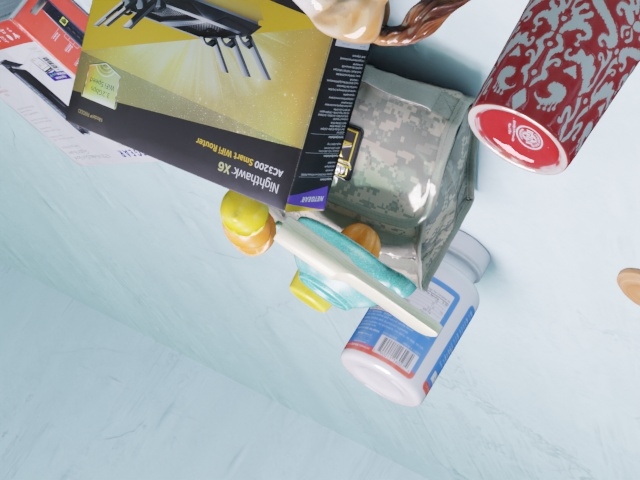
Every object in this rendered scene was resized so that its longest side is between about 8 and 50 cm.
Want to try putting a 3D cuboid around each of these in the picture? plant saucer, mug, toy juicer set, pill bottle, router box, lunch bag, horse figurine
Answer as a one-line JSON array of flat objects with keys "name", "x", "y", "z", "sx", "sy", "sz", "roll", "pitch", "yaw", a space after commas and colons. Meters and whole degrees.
[{"name": "plant saucer", "x": 0.385, "y": 0.062, "z": 1.572, "sx": 0.083, "sy": 0.013, "sz": 0.083, "roll": 29, "pitch": 162, "yaw": 10}, {"name": "mug", "x": 0.211, "y": -0.135, "z": 1.105, "sx": 0.113, "sy": 0.169, "sz": 0.150, "roll": 11, "pitch": 151, "yaw": 48}, {"name": "toy juicer set", "x": 0.000, "y": 0.000, "z": 1.415, "sx": 0.209, "sy": 0.089, "sz": 0.329, "roll": 38, "pitch": 170, "yaw": -18}, {"name": "pill bottle", "x": 0.131, "y": 0.094, "z": 1.747, "sx": 0.124, "sy": 0.221, "sz": 0.124, "roll": 30, "pitch": 161, "yaw": 11}, {"name": "router box", "x": -0.377, "y": -0.237, "z": 1.976, "sx": 0.301, "sy": 0.082, "sz": 0.335, "roll": 42, "pitch": 160, "yaw": -25}, {"name": "router box", "x": -0.105, "y": -0.192, "z": 1.381, "sx": 0.308, "sy": 0.243, "sz": 0.081, "roll": 22, "pitch": -166, "yaw": 29}, {"name": "lunch bag", "x": 0.046, "y": -0.099, "z": 1.489, "sx": 0.235, "sy": 0.169, "sz": 0.287, "roll": 24, "pitch": 156, "yaw": 16}, {"name": "horse figurine", "x": 0.011, "y": -0.252, "z": 1.203, "sx": 0.263, "sy": 0.066, "sz": 0.174, "roll": 35, "pitch": 130, "yaw": 6}]
